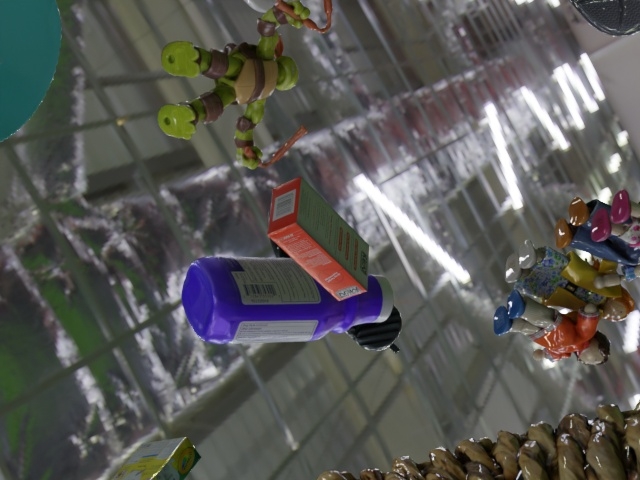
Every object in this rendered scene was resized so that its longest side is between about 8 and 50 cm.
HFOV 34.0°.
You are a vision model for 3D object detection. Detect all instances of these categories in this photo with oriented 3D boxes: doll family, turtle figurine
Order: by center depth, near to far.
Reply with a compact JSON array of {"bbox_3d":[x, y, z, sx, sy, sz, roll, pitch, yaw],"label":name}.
[{"bbox_3d":[0.306,0.024,1.095,0.163,0.263,0.118,22,-137,-21],"label":"doll family"},{"bbox_3d":[-0.090,-0.200,1.217,0.087,0.270,0.217,36,-148,27],"label":"turtle figurine"}]

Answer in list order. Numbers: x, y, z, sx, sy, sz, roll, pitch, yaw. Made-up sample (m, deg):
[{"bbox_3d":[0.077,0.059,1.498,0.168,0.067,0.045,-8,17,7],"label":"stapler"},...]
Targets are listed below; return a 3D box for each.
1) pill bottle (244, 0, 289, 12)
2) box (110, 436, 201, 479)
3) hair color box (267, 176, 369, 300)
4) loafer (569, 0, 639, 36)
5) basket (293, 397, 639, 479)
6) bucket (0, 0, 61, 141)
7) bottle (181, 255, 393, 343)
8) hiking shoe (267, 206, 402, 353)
[{"bbox_3d":[-0.105,-0.390,1.351,0.193,0.108,0.108,48,-166,28],"label":"pill bottle"},{"bbox_3d":[-0.246,0.337,1.377,0.043,0.105,0.179,59,-136,-16],"label":"box"},{"bbox_3d":[0.000,0.000,1.181,0.141,0.043,0.072,44,-143,-37],"label":"hair color box"},{"bbox_3d":[0.243,-0.339,1.035,0.302,0.109,0.095,48,-134,-26],"label":"loafer"},{"bbox_3d":[0.083,0.249,0.413,0.213,0.223,0.299,-71,-37,-70],"label":"basket"},{"bbox_3d":[-0.484,-0.264,1.365,0.183,0.281,0.281,24,-165,17],"label":"bucket"},{"bbox_3d":[-0.036,0.077,1.377,0.282,0.092,0.118,1,-145,-32],"label":"bottle"},{"bbox_3d":[0.015,0.059,1.671,0.304,0.113,0.132,55,176,16],"label":"hiking shoe"}]
